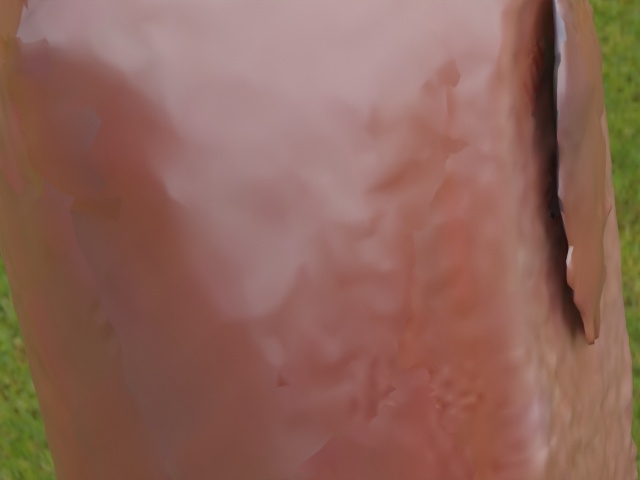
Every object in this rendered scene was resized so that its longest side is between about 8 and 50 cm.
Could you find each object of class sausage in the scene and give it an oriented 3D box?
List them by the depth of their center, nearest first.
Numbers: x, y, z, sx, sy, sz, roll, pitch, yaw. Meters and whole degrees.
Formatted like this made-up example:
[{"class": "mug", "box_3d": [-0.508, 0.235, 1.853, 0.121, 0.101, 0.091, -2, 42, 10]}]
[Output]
[{"class": "sausage", "box_3d": [0.000, 0.000, 0.400, 0.152, 0.280, 0.152, -7, 17, 2]}]
